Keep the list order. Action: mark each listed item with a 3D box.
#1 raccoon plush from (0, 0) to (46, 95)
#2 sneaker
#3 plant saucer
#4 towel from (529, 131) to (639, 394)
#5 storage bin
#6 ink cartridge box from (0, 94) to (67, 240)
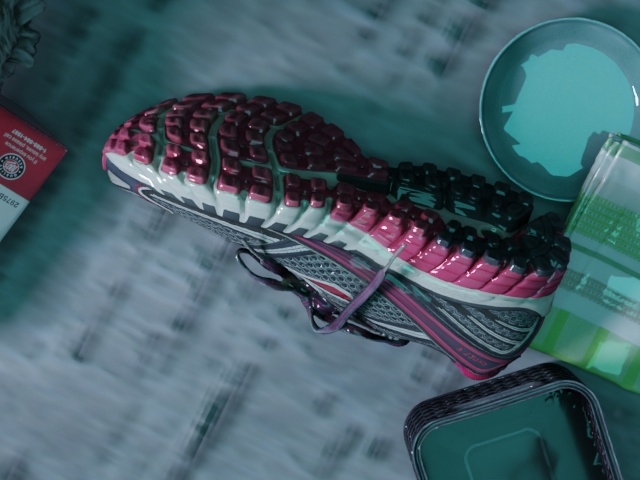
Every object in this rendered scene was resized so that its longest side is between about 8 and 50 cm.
[{"bbox_3d":[-0.298,-0.211,1.080,0.299,0.216,0.446,11,55,30],"label":"raccoon plush"},{"bbox_3d":[0.000,0.000,1.183,0.299,0.121,0.112,22,124,5],"label":"sneaker"},{"bbox_3d":[0.161,-0.085,1.223,0.119,0.021,0.119,0,94,-1],"label":"plant saucer"},{"bbox_3d":[0.204,0.019,1.216,0.113,0.023,0.152,24,101,-8],"label":"towel"},{"bbox_3d":[0.134,0.181,1.210,0.122,0.084,0.180,-18,93,0],"label":"storage bin"},{"bbox_3d":[-0.263,-0.027,1.163,0.127,0.072,0.175,34,93,-42],"label":"ink cartridge box"}]
